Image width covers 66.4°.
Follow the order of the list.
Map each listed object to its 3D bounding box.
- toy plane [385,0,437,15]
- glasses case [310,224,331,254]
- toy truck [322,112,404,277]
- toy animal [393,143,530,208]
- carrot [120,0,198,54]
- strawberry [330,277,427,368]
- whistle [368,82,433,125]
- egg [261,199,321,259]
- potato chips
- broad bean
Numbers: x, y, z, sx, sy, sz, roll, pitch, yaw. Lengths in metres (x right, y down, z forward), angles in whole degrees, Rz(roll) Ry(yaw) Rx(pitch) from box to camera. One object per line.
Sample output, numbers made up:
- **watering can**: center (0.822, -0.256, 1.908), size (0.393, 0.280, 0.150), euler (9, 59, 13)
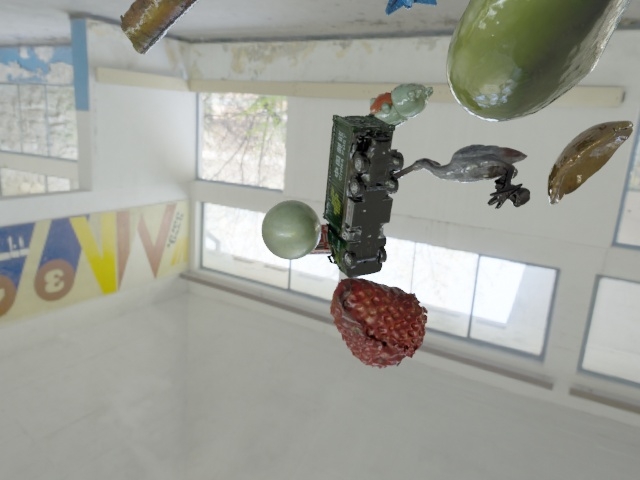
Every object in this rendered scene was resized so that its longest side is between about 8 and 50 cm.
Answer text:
- **toy plane**: center (0.166, -0.639, 1.118), size (0.254, 0.271, 0.105), euler (-15, 163, -8)
- **glasses case**: center (0.000, 0.000, 1.215), size (0.195, 0.073, 0.049), euler (-1, 153, -10)
- **toy truck**: center (0.067, -0.071, 0.830), size (0.088, 0.258, 0.121), euler (-7, -151, -23)
- **toy animal**: center (0.354, -0.177, 1.178), size (0.324, 0.090, 0.195), euler (23, -129, 36)
- **carrot**: center (-0.367, -0.596, 1.193), size (0.302, 0.114, 0.114), euler (-37, -176, 16)
- **strawberry**: center (0.120, 0.176, 1.129), size (0.244, 0.205, 0.205), euler (43, 170, -32)
- **whistle**: center (0.192, -0.350, 1.303), size (0.102, 0.105, 0.253), euler (21, 151, -37)
- **egg**: center (-0.056, -0.020, 0.931), size (0.114, 0.114, 0.152), euler (1, 178, -9)
- **potato chips**: center (0.502, -0.160, 0.942), size (0.061, 0.195, 0.208), euler (54, -162, 25)
- **broad bean**: center (0.259, -0.258, 0.571), size (0.238, 0.291, 0.119), euler (-25, -117, -15)
